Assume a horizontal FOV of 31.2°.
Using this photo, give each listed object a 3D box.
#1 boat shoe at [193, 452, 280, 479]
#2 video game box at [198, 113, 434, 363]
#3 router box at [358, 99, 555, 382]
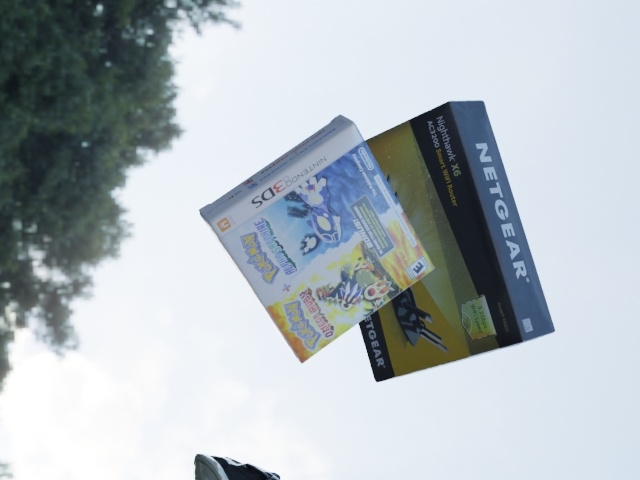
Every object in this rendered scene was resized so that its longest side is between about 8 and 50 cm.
[{"bbox_3d":[-0.078,0.371,1.574,0.340,0.113,0.127,10,-74,64],"label":"boat shoe"},{"bbox_3d":[0.000,0.000,1.230,0.205,0.187,0.048,58,-6,-26],"label":"video game box"},{"bbox_3d":[0.139,0.006,1.470,0.243,0.081,0.309,-23,-100,41],"label":"router box"}]
